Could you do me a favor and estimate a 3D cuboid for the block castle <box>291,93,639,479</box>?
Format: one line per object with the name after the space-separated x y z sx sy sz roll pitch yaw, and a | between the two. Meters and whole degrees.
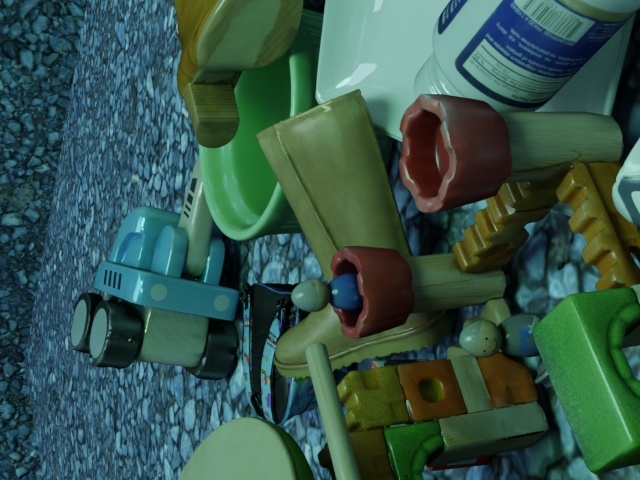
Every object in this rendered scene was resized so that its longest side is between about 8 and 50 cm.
0.136 0.146 0.653 0.303 0.213 0.453 115 144 -56 | block castle

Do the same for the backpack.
-0.033 0.145 1.133 0.158 0.117 0.173 8 95 62 | backpack

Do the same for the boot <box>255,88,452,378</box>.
0.000 0.000 0.957 0.236 0.089 0.269 -20 100 30 | boot

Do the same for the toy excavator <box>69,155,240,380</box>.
-0.221 -0.001 1.438 0.433 0.223 0.444 4 83 61 | toy excavator

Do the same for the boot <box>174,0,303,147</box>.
-0.114 -0.270 1.011 0.295 0.104 0.211 122 140 -50 | boot

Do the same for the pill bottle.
0.152 -0.162 0.680 0.186 0.112 0.111 -50 46 51 | pill bottle

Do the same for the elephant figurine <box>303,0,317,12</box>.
-0.069 -0.415 1.226 0.186 0.169 0.239 -6 64 34 | elephant figurine

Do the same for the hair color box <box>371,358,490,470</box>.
0.110 0.175 0.907 0.141 0.072 0.043 43 126 55 | hair color box

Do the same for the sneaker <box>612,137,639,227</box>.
0.308 -0.081 0.544 0.153 0.094 0.235 36 91 24 | sneaker

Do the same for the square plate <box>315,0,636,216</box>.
0.141 -0.240 0.794 0.344 0.049 0.347 31 124 39 | square plate

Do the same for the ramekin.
-0.034 -0.149 1.122 0.303 0.148 0.303 -8 81 62 | ramekin

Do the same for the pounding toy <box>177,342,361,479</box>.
-0.018 0.222 0.679 0.237 0.110 0.182 -46 38 27 | pounding toy
